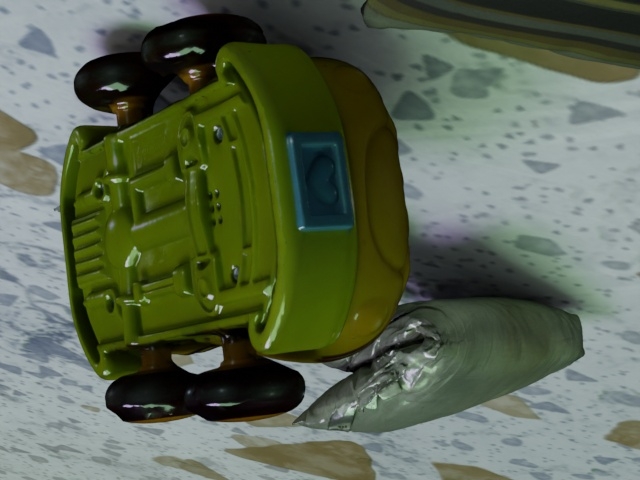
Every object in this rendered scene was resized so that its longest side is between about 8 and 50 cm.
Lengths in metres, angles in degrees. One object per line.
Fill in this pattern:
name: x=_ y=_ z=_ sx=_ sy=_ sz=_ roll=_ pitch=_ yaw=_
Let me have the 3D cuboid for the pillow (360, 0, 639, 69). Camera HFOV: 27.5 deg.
pillow: x=0.133 y=-0.131 z=0.486 sx=0.208 sy=0.052 sz=0.212 roll=8 pitch=150 yaw=-4

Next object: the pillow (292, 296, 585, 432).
pillow: x=0.084 y=0.080 z=0.881 sx=0.134 sy=0.077 sz=0.181 roll=-24 pitch=163 yaw=40

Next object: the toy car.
toy car: x=-0.038 y=-0.008 z=0.694 sx=0.142 sy=0.200 sz=0.248 roll=-4 pitch=177 yaw=-36

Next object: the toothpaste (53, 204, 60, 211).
toothpaste: x=-0.060 y=0.014 z=0.902 sx=0.248 sy=0.046 sz=0.078 roll=23 pitch=157 yaw=-17
